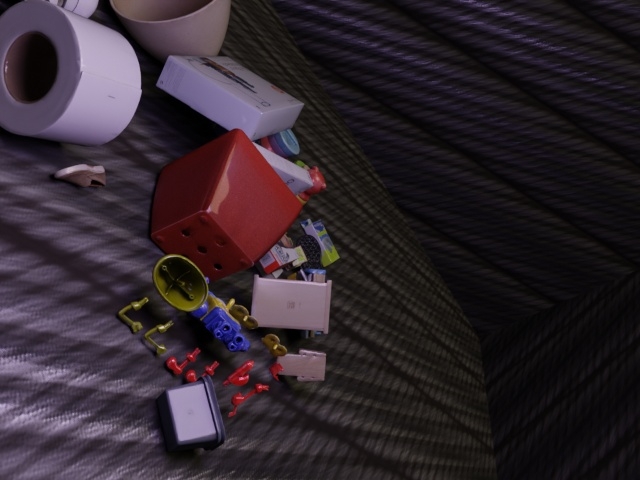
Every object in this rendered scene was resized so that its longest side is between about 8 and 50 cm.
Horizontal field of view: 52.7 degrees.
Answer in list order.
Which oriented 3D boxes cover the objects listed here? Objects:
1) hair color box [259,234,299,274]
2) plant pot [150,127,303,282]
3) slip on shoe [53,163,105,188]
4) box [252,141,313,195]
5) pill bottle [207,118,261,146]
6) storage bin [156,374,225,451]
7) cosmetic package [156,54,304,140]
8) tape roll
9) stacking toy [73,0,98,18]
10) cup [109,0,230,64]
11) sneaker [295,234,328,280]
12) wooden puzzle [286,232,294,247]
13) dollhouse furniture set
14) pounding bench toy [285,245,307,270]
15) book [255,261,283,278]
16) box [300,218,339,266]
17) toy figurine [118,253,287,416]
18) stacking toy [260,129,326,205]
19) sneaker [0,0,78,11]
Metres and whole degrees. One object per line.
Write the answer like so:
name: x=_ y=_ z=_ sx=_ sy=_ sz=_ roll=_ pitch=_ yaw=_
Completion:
hair color box: x=-0.128 y=0.034 z=1.856 sx=0.093 sy=0.053 sz=0.167 roll=57 pitch=16 yaw=3
plant pot: x=-0.241 y=-0.052 z=1.522 sx=0.267 sy=0.267 sz=0.236 roll=50 pitch=35 yaw=-29
slip on shoe: x=-0.481 y=-0.127 z=1.306 sx=0.135 sy=0.051 sz=0.041 roll=-22 pitch=97 yaw=-76
box: x=-0.191 y=-0.152 z=1.772 sx=0.322 sy=0.232 sz=0.058 roll=19 pitch=46 yaw=-61
pill bottle: x=-0.258 y=-0.326 z=1.993 sx=0.219 sy=0.123 sz=0.123 roll=65 pitch=20 yaw=5
storage bin: x=-0.252 y=0.334 z=1.222 sx=0.091 sy=0.098 sz=0.135 roll=0 pitch=61 yaw=-37
cosmetic package: x=-0.232 y=-0.399 z=1.781 sx=0.284 sy=0.097 sz=0.377 roll=34 pitch=21 yaw=4
tape roll: x=-0.490 y=-0.309 z=1.228 sx=0.246 sy=0.246 sz=0.169 roll=65 pitch=19 yaw=9
stacking toy: x=-0.625 y=-0.754 z=1.523 sx=0.350 sy=0.350 sz=0.480 roll=-10 pitch=92 yaw=-69
cup: x=-0.398 y=-0.627 z=1.837 sx=0.237 sy=0.331 sz=0.331 roll=81 pitch=-3 yaw=-55
sneaker: x=-0.036 y=0.098 z=2.070 sx=0.097 sy=0.084 sz=0.235 roll=118 pitch=-38 yaw=-59
wooden puzzle: x=-0.105 y=0.014 z=2.084 sx=0.078 sy=0.014 sz=0.116 roll=3 pitch=61 yaw=-67
dollhouse furniture set: x=-0.094 y=0.216 z=1.773 sx=0.303 sy=0.198 sz=0.286 roll=151 pitch=-57 yaw=-83
pounding bench toy: x=-0.097 y=0.061 z=1.987 sx=0.083 sy=0.065 sz=0.052 roll=-21 pitch=83 yaw=-31
book: x=-0.167 y=0.045 z=1.875 sx=0.144 sy=0.035 sz=0.096 roll=57 pitch=19 yaw=-5
box: x=0.000 y=0.000 z=2.318 sx=0.178 sy=0.042 sz=0.109 roll=63 pitch=20 yaw=0
toy figurine: x=-0.260 y=0.178 z=1.397 sx=0.362 sy=0.191 sz=0.217 roll=46 pitch=-6 yaw=-21
stacking toy: x=-0.074 y=-0.303 z=2.399 sx=0.309 sy=0.130 sz=0.279 roll=61 pitch=20 yaw=-5
sneaker: x=-0.689 y=-0.664 z=1.309 sx=0.447 sy=0.169 sz=0.257 roll=59 pitch=18 yaw=-14
